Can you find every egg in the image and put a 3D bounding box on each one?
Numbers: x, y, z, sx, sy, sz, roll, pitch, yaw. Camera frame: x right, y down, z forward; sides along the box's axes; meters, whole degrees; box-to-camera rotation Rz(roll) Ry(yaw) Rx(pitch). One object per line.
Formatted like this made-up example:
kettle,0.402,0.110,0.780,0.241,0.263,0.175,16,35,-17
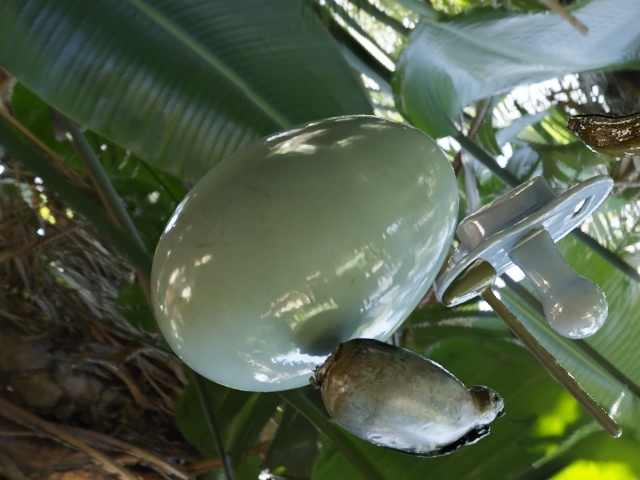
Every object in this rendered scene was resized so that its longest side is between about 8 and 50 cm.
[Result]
egg,0.000,0.000,0.766,0.230,0.230,0.371,23,-140,32

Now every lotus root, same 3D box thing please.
lotus root,0.070,0.130,0.637,0.165,0.088,0.088,21,-113,-14

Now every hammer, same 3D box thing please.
hammer,0.186,0.102,0.683,0.195,0.028,0.060,47,-127,8

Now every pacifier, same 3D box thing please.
pacifier,0.319,0.040,1.131,0.299,0.244,0.233,-30,-115,-4

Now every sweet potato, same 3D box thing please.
sweet potato,0.415,-0.145,1.012,0.233,0.062,0.081,-2,-147,49
